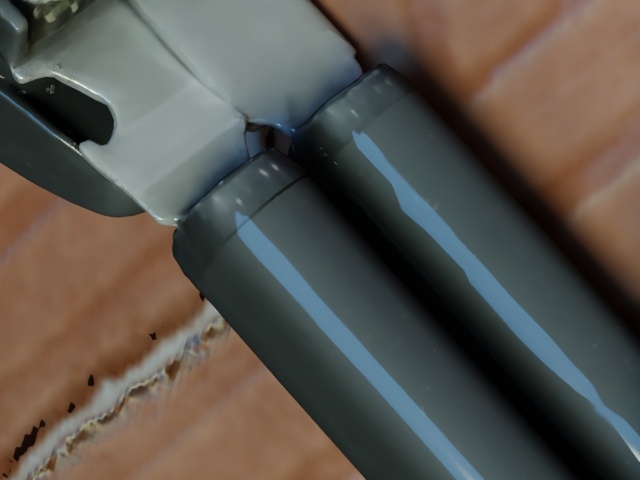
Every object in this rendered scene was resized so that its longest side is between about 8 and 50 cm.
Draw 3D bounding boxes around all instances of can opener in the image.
[{"bbox_3d":[0.000,0.000,0.432,0.280,0.074,0.093,46,152,9],"label":"can opener"}]
